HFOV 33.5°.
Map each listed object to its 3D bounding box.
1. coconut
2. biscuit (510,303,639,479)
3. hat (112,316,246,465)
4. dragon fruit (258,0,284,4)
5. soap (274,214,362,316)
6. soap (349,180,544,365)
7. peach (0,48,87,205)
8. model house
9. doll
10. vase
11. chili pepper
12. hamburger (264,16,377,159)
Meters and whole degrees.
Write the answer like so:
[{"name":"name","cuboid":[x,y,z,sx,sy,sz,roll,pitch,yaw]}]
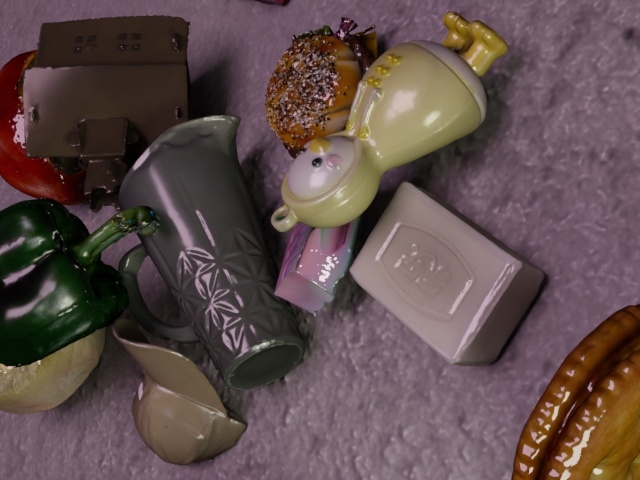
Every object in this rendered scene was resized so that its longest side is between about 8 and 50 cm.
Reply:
[{"name":"coconut","cuboid":[-0.411,0.113,1.427,0.239,0.244,0.239,0,78,1]},{"name":"biscuit","cuboid":[0.229,0.152,0.825,0.066,0.220,0.220,35,101,39]},{"name":"hat","cuboid":[-0.198,0.185,1.246,0.166,0.173,0.144,26,88,46]},{"name":"dragon fruit","cuboid":[-0.099,-0.366,1.383,0.147,0.096,0.102,26,98,46]},{"name":"soap","cuboid":[0.000,0.000,1.165,0.100,0.056,0.149,132,157,-60]},{"name":"soap","cuboid":[0.123,0.035,1.068,0.183,0.064,0.121,40,105,44]},{"name":"peach","cuboid":[-0.423,-0.154,1.582,0.154,0.158,0.267,-34,58,38]},{"name":"model house","cuboid":[-0.268,-0.135,1.383,0.211,0.204,0.243,-2,58,1]},{"name":"doll","cuboid":[0.062,-0.115,1.084,0.296,0.117,0.141,-38,39,-10]},{"name":"vase","cuboid":[-0.130,0.033,1.254,0.251,0.156,0.301,-41,58,20]},{"name":"chili pepper","cuboid":[-0.296,0.039,1.237,0.261,0.165,0.174,-29,64,-1]},{"name":"hamburger","cuboid":[0.000,-0.172,1.229,0.164,0.093,0.190,-35,53,30]}]
